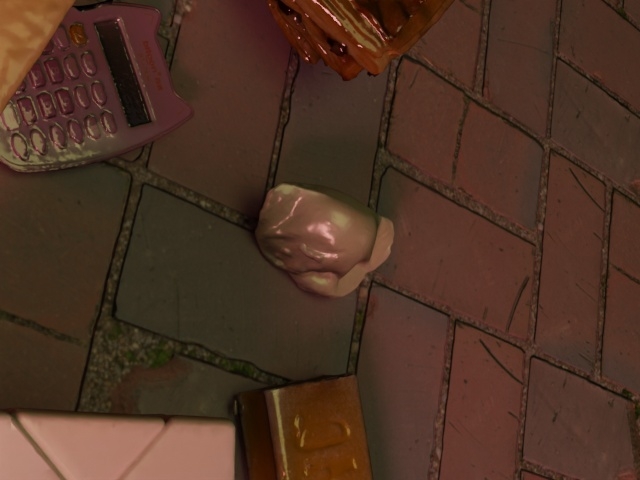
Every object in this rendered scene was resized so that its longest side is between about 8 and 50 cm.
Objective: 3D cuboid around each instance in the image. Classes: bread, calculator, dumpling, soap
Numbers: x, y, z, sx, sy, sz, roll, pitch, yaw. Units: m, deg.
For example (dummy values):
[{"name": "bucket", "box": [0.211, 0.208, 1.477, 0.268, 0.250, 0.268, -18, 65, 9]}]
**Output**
[{"name": "bread", "box": [0.010, -0.425, 1.494, 0.370, 0.191, 0.314, 48, 58, -8]}, {"name": "calculator", "box": [-0.301, -0.187, 1.259, 0.294, 0.043, 0.194, -21, 96, -39]}, {"name": "dumpling", "box": [0.000, 0.000, 1.444, 0.229, 0.124, 0.151, 24, 101, -30]}, {"name": "soap", "box": [-0.011, 0.322, 1.366, 0.173, 0.089, 0.274, -5, 85, -43]}]

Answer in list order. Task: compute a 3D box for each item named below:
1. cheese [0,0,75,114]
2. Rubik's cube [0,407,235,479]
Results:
[{"name": "cheese", "box": [-0.399, -0.277, 1.113, 0.384, 0.104, 0.384, 6, 80, -33]}, {"name": "Rubik's cube", "box": [-0.292, 0.321, 0.962, 0.319, 0.316, 0.322, 10, 75, -40]}]
